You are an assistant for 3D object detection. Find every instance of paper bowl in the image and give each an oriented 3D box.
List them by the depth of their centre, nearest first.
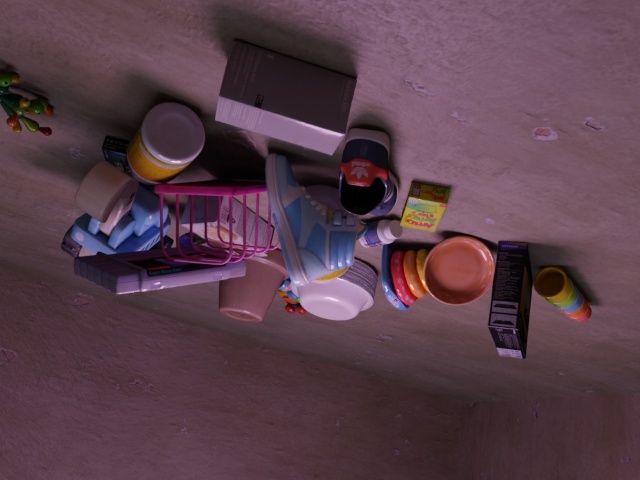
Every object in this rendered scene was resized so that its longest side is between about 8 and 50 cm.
[{"bbox_3d":[0.039,0.165,2.249,0.284,0.148,0.284,10,153,5],"label":"paper bowl"}]

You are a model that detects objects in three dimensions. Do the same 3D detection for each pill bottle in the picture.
[{"bbox_3d":[-0.361,-0.207,1.540,0.136,0.136,0.246,21,160,-22],"label":"pill bottle"},{"bbox_3d":[0.000,0.000,1.814,0.188,0.187,0.334,10,159,5],"label":"pill bottle"},{"bbox_3d":[0.163,-0.021,1.839,0.067,0.067,0.120,26,156,-33],"label":"pill bottle"}]

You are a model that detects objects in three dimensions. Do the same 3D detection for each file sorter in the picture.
[{"bbox_3d":[-0.233,-0.051,1.651,0.202,0.182,0.291,4,-171,21],"label":"file sorter"}]

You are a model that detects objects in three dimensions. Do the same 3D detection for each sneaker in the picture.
[{"bbox_3d":[0.100,-0.107,1.531,0.131,0.148,0.350,7,159,15],"label":"sneaker"},{"bbox_3d":[-0.005,-0.068,1.585,0.208,0.319,0.127,-15,178,4],"label":"sneaker"}]

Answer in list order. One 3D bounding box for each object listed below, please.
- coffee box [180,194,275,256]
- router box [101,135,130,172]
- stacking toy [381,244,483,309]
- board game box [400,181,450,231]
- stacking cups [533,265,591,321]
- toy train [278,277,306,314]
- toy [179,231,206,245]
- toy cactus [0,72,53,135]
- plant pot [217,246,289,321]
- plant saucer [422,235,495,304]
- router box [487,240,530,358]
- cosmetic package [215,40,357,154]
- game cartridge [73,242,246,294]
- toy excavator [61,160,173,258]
[{"bbox_3d":[-0.267,-0.041,1.984,0.141,0.098,0.246,-2,156,33],"label":"coffee box"},{"bbox_3d":[-0.504,-0.215,1.745,0.092,0.038,0.122,14,160,-4],"label":"router box"},{"bbox_3d":[0.333,0.082,1.945,0.302,0.165,0.175,-15,140,24],"label":"stacking toy"},{"bbox_3d":[0.254,-0.079,1.667,0.092,0.043,0.181,11,160,4],"label":"board game box"},{"bbox_3d":[0.724,0.177,2.004,0.096,0.096,0.316,-3,155,36],"label":"stacking cups"},{"bbox_3d":[-0.129,0.189,2.487,0.143,0.105,0.248,40,159,-21],"label":"toy train"},{"bbox_3d":[-0.383,-0.004,2.080,0.137,0.056,0.237,-20,180,22],"label":"toy"},{"bbox_3d":[-0.715,-0.312,1.546,0.181,0.112,0.219,20,169,5],"label":"toy cactus"},{"bbox_3d":[-0.242,0.149,2.293,0.263,0.229,0.263,10,161,4],"label":"plant pot"},{"bbox_3d":[0.376,0.079,1.857,0.200,0.200,0.037,15,-165,-8],"label":"plant saucer"},{"bbox_3d":[0.534,0.172,1.891,0.081,0.242,0.309,4,159,22],"label":"router box"},{"bbox_3d":[-0.063,-0.259,1.253,0.238,0.127,0.107,13,161,-7],"label":"cosmetic package"},{"bbox_3d":[-0.384,0.061,1.662,0.355,0.068,0.230,-7,-170,-43],"label":"game cartridge"},{"bbox_3d":[-0.532,-0.076,1.808,0.222,0.433,0.445,33,123,3],"label":"toy excavator"}]
